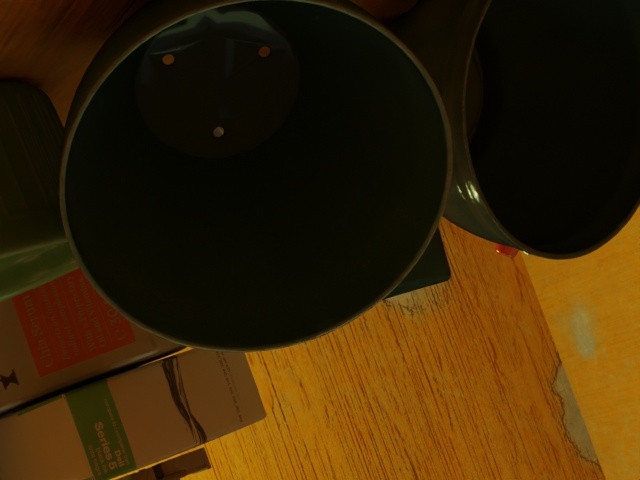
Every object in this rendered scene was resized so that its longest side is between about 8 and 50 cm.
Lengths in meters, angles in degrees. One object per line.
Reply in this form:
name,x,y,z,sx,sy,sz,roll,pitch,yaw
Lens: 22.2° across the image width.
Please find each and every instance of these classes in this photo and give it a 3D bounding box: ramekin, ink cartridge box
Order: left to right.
ramekin,-0.336,-0.019,1.371,0.303,0.148,0.303,-20,175,-2
ink cartridge box,-0.233,0.220,1.965,0.273,0.114,0.198,-16,174,-43

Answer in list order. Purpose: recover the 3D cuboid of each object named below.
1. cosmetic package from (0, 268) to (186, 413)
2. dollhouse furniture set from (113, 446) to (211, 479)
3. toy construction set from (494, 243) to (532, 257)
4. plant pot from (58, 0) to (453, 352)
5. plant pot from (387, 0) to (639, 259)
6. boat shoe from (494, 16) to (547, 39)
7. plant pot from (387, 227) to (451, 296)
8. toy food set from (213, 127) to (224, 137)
cosmetic package,-0.418,0.104,1.967,0.453,0.230,0.161,-22,175,8
dollhouse furniture set,-0.175,0.315,1.958,0.182,0.101,0.161,-16,174,-38
toy construction set,0.287,-0.135,1.993,0.327,0.215,0.151,-59,149,3
plant pot,-0.065,-0.086,1.262,0.290,0.290,0.195,-20,-148,-4
plant pot,0.167,-0.138,1.555,0.293,0.293,0.196,-16,-163,-39
boat shoe,0.200,-0.221,1.763,0.095,0.095,0.257,-6,168,-2
plant pot,0.000,0.000,1.872,0.166,0.165,0.234,-19,175,41
toy food set,-0.026,-0.114,1.623,0.104,0.232,0.111,-58,164,-15
